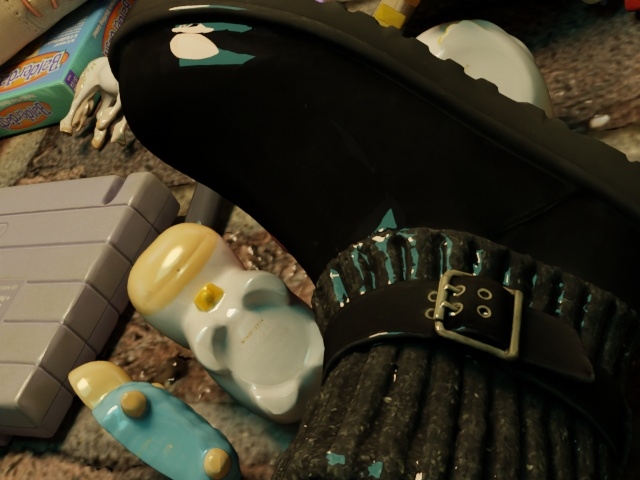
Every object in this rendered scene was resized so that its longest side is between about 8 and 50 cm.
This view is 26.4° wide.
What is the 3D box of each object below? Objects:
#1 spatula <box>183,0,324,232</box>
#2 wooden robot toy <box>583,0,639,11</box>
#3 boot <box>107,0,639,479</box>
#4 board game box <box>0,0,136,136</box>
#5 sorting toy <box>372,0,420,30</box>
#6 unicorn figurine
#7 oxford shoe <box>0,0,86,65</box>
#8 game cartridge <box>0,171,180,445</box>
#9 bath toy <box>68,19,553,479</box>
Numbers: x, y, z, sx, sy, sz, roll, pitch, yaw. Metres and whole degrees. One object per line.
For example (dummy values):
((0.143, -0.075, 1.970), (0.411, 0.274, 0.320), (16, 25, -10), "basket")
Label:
((-0.062, -0.098, 1.098), (0.084, 0.030, 0.296), (-9, 46, 37), "spatula")
((0.230, -0.200, 0.938), (0.173, 0.076, 0.079), (-1, 16, 42), "wooden robot toy")
((0.011, 0.028, 0.687), (0.348, 0.131, 0.260), (23, 58, 5), "boot")
((-0.260, -0.201, 1.370), (0.160, 0.047, 0.210), (-8, 46, 35), "board game box")
((0.092, -0.214, 0.965), (0.229, 0.041, 0.307), (-57, 5, 47), "sorting toy")
((-0.169, -0.137, 1.207), (0.162, 0.060, 0.111), (12, 72, 35), "unicorn figurine")
((-0.274, -0.272, 1.305), (0.146, 0.140, 0.397), (22, 70, 42), "oxford shoe")
((-0.294, 0.056, 1.121), (0.355, 0.068, 0.230), (-3, 54, 40), "game cartridge")
((0.000, 0.000, 0.869), (0.348, 0.151, 0.129), (-46, -8, -6), "bath toy")
